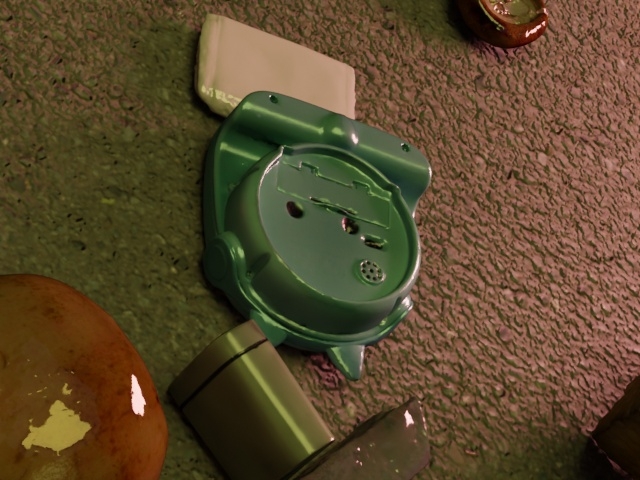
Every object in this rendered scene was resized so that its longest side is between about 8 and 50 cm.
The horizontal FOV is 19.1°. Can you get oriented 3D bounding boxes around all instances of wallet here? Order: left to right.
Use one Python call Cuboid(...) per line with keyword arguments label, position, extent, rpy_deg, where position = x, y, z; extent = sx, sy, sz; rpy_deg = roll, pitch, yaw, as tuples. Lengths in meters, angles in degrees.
Cuboid(label="wallet", position=(-0.046, -0.159, 1.960), extent=(0.183, 0.032, 0.124), rpy_deg=(17, 52, -21))

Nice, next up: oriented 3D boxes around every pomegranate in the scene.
Cuboid(label="pomegranate", position=(-0.255, 0.162, 1.467), extent=(0.270, 0.229, 0.252), rpy_deg=(-34, 81, -37))

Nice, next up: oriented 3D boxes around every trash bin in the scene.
Cuboid(label="trash bin", position=(-0.061, 0.151, 1.677), extent=(0.059, 0.116, 0.130), rpy_deg=(-28, 78, -41))

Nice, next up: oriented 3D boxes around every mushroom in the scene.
Cuboid(label="mushroom", position=(0.204, -0.268, 2.187), extent=(0.123, 0.052, 0.123), rpy_deg=(23, 43, -23))

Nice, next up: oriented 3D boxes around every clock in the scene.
Cuboid(label="clock", position=(0.000, 0.000, 1.838), extent=(0.224, 0.094, 0.274), rpy_deg=(17, 51, -22))

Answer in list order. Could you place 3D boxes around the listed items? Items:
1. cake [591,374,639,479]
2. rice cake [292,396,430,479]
Cuboid(label="cake", position=(0.452, 0.196, 1.859), extent=(0.286, 0.227, 0.222), rpy_deg=(42, 78, 5))
Cuboid(label="rice cake", position=(-0.032, 0.258, 1.660), extent=(0.399, 0.064, 0.070), rpy_deg=(-33, 91, -43))
